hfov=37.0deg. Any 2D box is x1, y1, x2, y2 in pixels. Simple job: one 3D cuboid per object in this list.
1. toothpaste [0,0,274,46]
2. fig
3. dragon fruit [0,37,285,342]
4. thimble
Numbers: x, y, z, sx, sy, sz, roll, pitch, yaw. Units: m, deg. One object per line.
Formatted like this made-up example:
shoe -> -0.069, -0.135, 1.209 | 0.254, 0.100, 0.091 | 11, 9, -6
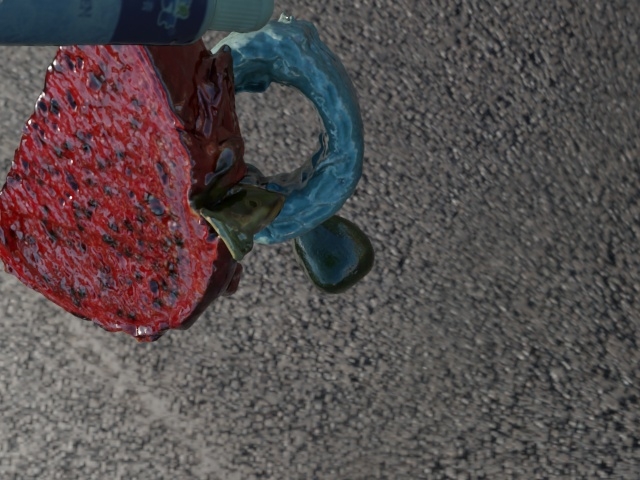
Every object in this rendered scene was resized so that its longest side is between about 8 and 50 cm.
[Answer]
toothpaste -> -0.104, -0.087, 0.324 | 0.037, 0.216, 0.062 | -10, 87, 49
fig -> 0.000, 0.000, 1.457 | 0.177, 0.117, 0.117 | 45, 100, 14
dragon fruit -> -0.119, -0.046, 0.765 | 0.205, 0.152, 0.317 | 48, 133, 7
thimble -> -0.049, -0.125, 1.018 | 0.198, 0.143, 0.235 | 10, 111, -3
